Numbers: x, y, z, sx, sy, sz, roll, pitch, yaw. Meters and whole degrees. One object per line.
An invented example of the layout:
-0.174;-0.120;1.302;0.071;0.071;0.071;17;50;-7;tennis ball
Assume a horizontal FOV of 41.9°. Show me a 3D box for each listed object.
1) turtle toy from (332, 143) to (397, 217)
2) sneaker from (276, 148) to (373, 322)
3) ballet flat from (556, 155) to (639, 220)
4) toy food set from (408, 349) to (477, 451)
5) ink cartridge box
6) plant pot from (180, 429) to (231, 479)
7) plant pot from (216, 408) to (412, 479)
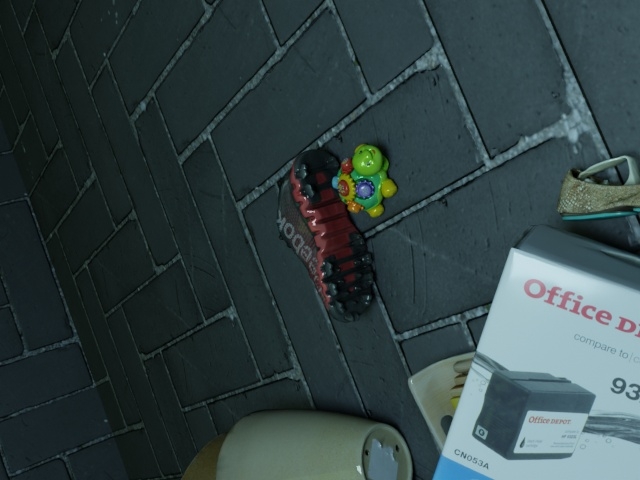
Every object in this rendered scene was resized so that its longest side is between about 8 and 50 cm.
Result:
0.062;-0.092;1.227;0.095;0.066;0.130;57;144;22;turtle toy
0.000;0.000;1.333;0.135;0.097;0.276;-21;85;57;sneaker
0.328;-0.055;0.855;0.206;0.073;0.067;1;91;52;ballet flat
0.250;0.248;1.057;0.306;0.092;0.220;-28;90;56;toy food set
0.264;0.167;0.857;0.223;0.129;0.307;21;109;18;ink cartridge box
-0.126;0.550;1.688;0.254;0.237;0.237;24;125;32;plant pot
0.009;0.391;1.399;0.274;0.256;0.256;-22;86;41;plant pot
